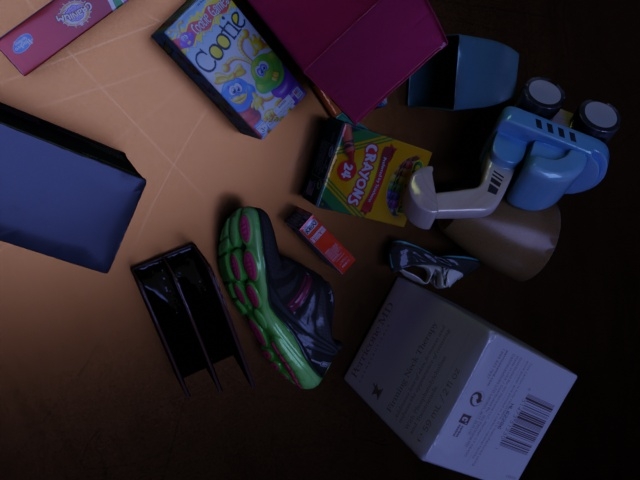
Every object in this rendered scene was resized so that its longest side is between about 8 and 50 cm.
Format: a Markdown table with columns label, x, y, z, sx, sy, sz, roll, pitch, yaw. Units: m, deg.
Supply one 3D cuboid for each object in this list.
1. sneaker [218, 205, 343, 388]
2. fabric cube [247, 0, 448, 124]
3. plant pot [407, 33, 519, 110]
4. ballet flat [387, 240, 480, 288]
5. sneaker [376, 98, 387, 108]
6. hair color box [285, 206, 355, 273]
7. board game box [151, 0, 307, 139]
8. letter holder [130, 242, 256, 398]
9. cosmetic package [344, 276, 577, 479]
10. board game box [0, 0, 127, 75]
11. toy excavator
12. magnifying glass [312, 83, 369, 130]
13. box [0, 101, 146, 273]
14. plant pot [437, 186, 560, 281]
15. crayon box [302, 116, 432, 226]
| label | x | y | z | sx | sy | sz | roll | pitch | yaw |
| --- | --- | --- | --- | --- | --- | --- | --- | --- | --- |
| sneaker | -0.086 | 0.120 | 1.417 | 0.202 | 0.185 | 0.483 | -38 | 121 | -31 |
| fabric cube | 0.049 | -0.434 | 1.164 | 0.254 | 0.258 | 0.259 | -41 | 155 | 11 |
| plant pot | 0.357 | -0.406 | 1.459 | 0.234 | 0.165 | 0.166 | -9 | 108 | -30 |
| ballet flat | 0.297 | 0.075 | 1.598 | 0.280 | 0.095 | 0.096 | 12 | 76 | -20 |
| sneaker | 0.084 | -0.366 | 1.396 | 0.190 | 0.071 | 0.083 | 17 | 65 | -39 |
| hair color box | 0.000 | 0.000 | 1.443 | 0.053 | 0.093 | 0.167 | -49 | 119 | -6 |
| board game box | -0.183 | -0.359 | 1.227 | 0.142 | 0.144 | 0.275 | -47 | 119 | -7 |
| letter holder | -0.271 | 0.192 | 1.304 | 0.151 | 0.214 | 0.302 | -23 | 113 | -17 |
| cosmetic package | 0.336 | 0.346 | 1.525 | 0.327 | 0.393 | 0.330 | 27 | 92 | -29 |
| board game box | -0.409 | -0.410 | 1.055 | 0.316 | 0.242 | 0.064 | -41 | 117 | -8 |
| toy excavator | 0.455 | -0.168 | 1.442 | 0.432 | 0.222 | 0.445 | 22 | 59 | 5 |
| magnifying glass | 0.053 | -0.278 | 1.427 | 0.092 | 0.026 | 0.231 | -41 | 116 | -9 |
| box | -0.516 | -0.117 | 1.048 | 0.343 | 0.312 | 0.179 | 22 | 95 | -28 |
| plant pot | 0.446 | -0.042 | 1.583 | 0.254 | 0.237 | 0.237 | 18 | 97 | -12 |
| crayon box | 0.135 | -0.154 | 1.449 | 0.318 | 0.081 | 0.202 | 10 | 105 | -32 |
